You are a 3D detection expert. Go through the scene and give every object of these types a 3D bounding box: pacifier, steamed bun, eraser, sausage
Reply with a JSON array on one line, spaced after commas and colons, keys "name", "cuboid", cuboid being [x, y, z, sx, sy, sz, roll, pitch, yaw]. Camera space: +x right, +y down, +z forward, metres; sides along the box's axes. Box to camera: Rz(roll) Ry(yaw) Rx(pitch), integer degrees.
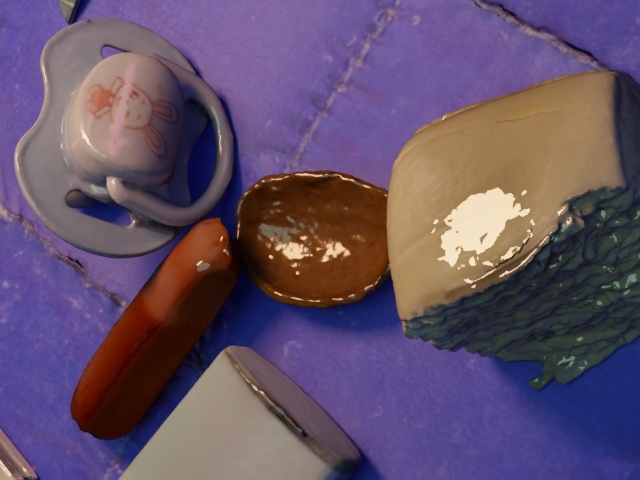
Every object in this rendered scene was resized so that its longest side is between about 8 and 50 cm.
[{"name": "pacifier", "cuboid": [-0.234, -0.100, 1.428, 0.226, 0.238, 0.287, -26, 51, 53]}, {"name": "steamed bun", "cuboid": [0.197, -0.021, 1.152, 0.290, 0.272, 0.273, -24, 74, 17]}, {"name": "eraser", "cuboid": [-0.113, 0.275, 1.350, 0.189, 0.104, 0.290, 43, 103, 18]}, {"name": "sausage", "cuboid": [-0.180, 0.101, 1.403, 0.300, 0.083, 0.089, -51, 27, 18]}]

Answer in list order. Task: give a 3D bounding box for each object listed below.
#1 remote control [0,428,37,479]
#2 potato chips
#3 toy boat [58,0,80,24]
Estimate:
[{"name": "remote control", "cuboid": [-0.464, 0.226, 1.544, 0.277, 0.055, 0.103, 45, 104, 23]}, {"name": "potato chips", "cuboid": [0.000, 0.000, 1.357, 0.202, 0.049, 0.150, -1, 79, 30]}, {"name": "toy boat", "cuboid": [-0.296, -0.328, 1.542, 0.096, 0.034, 0.122, 39, 102, 29]}]
